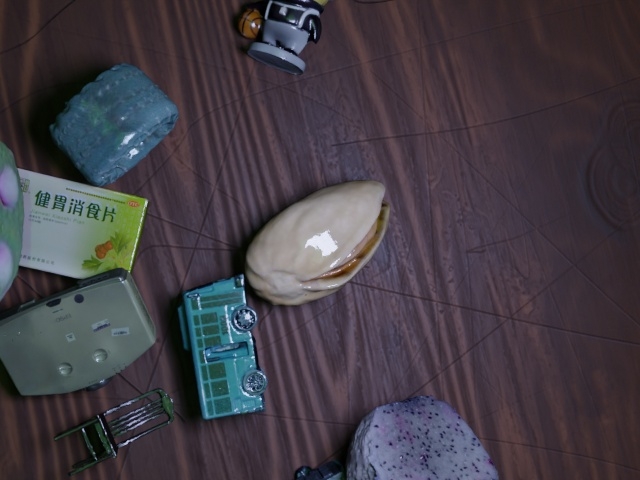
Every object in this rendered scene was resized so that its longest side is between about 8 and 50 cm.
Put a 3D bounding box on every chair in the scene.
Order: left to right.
[{"bbox_3d":[-0.372,0.346,1.740,0.212,0.101,0.084,-24,89,-9],"label":"chair"}]

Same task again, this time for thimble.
[{"bbox_3d":[-0.376,-0.216,1.743,0.143,0.198,0.235,48,48,-1],"label":"thimble"}]

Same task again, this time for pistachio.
[{"bbox_3d":[0.000,0.000,1.791,0.318,0.214,0.193,-37,135,-19],"label":"pistachio"}]

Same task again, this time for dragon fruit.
[{"bbox_3d":[0.156,0.435,1.772,0.283,0.204,0.221,-1,53,-34],"label":"dragon fruit"}]

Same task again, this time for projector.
[{"bbox_3d":[-0.443,0.177,1.727,0.269,0.088,0.194,-21,110,0],"label":"projector"}]

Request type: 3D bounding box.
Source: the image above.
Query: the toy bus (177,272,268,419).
[{"bbox_3d":[-0.183,0.197,1.769,0.147,0.128,0.256,-10,89,-8],"label":"toy bus"}]

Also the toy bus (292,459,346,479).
[{"bbox_3d":[-0.062,0.512,1.785,0.261,0.091,0.109,-25,100,-9],"label":"toy bus"}]

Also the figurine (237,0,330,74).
[{"bbox_3d":[-0.060,-0.459,1.843,0.176,0.133,0.236,21,88,12],"label":"figurine"}]

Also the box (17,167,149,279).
[{"bbox_3d":[-0.469,-0.021,1.775,0.260,0.062,0.175,13,84,-7],"label":"box"}]

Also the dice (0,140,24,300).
[{"bbox_3d":[-0.704,-0.033,1.579,0.322,0.330,0.318,0,80,8],"label":"dice"}]
